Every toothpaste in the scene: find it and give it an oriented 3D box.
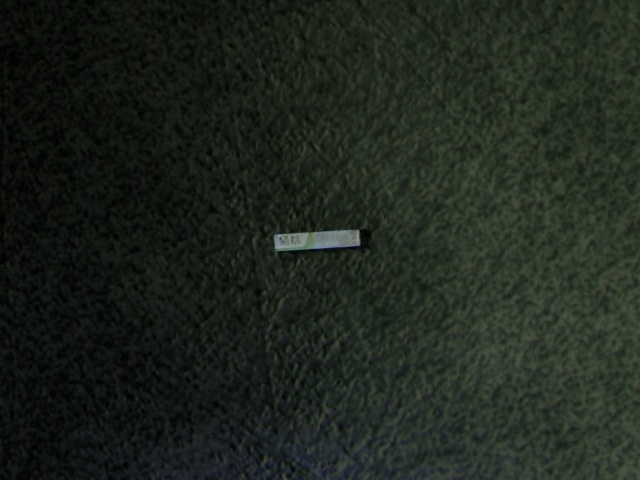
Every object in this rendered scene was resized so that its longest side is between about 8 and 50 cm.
[{"bbox_3d":[0.000,0.000,1.601,0.083,0.020,0.017,-4,89,19],"label":"toothpaste"}]
